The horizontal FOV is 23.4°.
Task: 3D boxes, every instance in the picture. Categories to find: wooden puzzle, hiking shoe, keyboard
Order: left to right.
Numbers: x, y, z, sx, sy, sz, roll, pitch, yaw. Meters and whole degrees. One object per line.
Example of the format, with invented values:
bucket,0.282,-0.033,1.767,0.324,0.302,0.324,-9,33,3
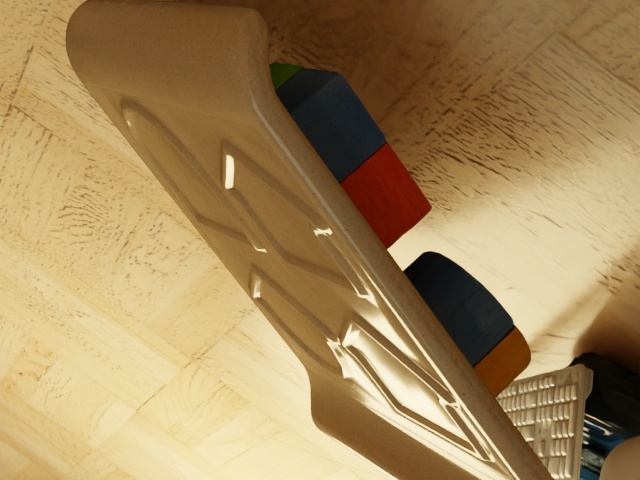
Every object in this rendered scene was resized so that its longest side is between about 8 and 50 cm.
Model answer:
wooden puzzle,0.000,0.000,0.928,0.348,0.080,0.322,58,164,-22
keyboard,0.135,0.130,1.049,0.014,0.072,0.256,13,169,-7
hiking shoe,0.181,0.189,1.081,0.113,0.132,0.304,27,153,13

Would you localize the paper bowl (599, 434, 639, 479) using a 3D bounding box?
paper bowl,0.261,0.156,0.816,0.284,0.284,0.148,145,114,-63
